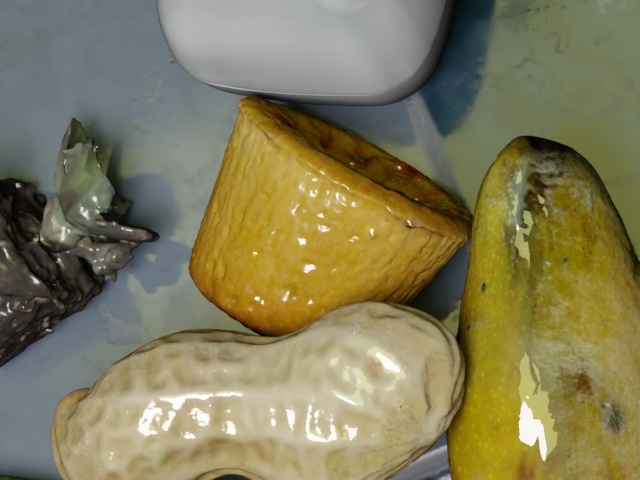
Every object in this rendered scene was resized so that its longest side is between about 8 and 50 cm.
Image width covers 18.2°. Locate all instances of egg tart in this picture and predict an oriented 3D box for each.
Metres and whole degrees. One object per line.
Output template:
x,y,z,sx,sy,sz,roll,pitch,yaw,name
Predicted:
0.000,0.000,1.478,0.203,0.202,0.147,31,100,13,egg tart

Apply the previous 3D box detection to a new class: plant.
-0.229,0.008,1.550,0.203,0.131,0.142,-45,74,2,plant

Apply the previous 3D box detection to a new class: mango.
0.169,0.094,1.435,0.176,0.176,0.329,-8,79,-3,mango

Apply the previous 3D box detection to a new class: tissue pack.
-0.007,-0.273,1.484,0.229,0.236,0.333,4,84,13,tissue pack

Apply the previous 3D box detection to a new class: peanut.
-0.045,0.122,1.383,0.298,0.120,0.136,-8,73,11,peanut

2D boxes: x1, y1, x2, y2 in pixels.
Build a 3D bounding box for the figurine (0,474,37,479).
-0.316,0.234,1.555,0.234,0.127,0.185,21,96,3,figurine
